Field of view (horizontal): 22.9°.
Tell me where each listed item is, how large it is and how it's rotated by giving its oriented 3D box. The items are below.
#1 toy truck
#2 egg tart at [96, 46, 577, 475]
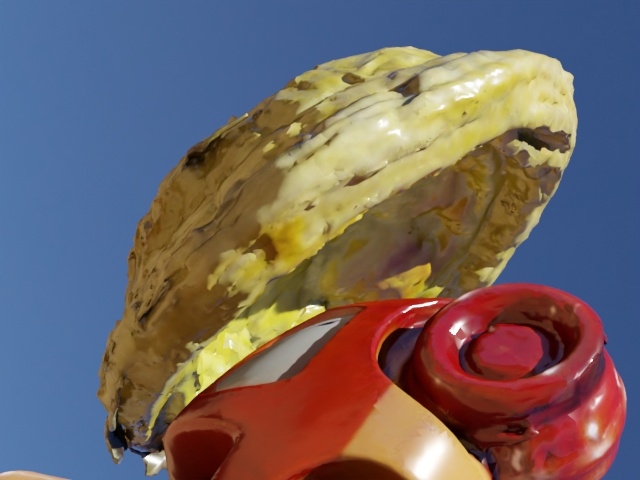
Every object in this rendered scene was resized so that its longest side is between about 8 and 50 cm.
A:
[{"bbox_3d":[-0.018,0.131,0.605,0.239,0.265,0.189,12,-49,30],"label":"toy truck"},{"bbox_3d":[0.000,0.000,0.748,0.095,0.279,0.279,53,-37,21],"label":"egg tart"}]
